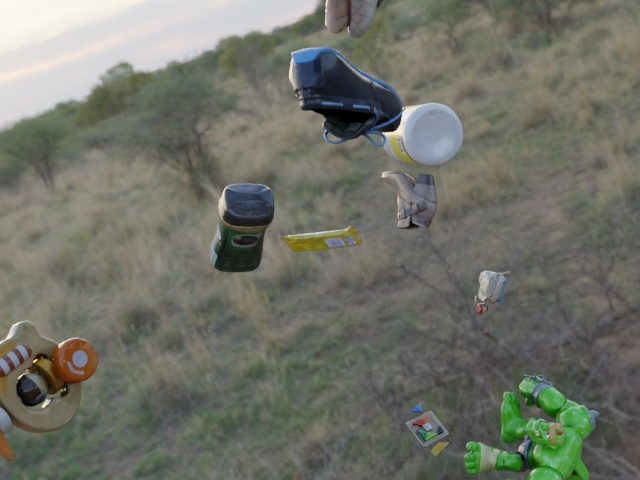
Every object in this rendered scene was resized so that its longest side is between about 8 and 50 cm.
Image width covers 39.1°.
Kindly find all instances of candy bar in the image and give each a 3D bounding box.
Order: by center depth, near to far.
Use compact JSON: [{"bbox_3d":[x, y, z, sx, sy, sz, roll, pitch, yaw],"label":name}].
[{"bbox_3d":[0.000,0.000,1.477,0.161,0.040,0.018,-7,42,41],"label":"candy bar"}]

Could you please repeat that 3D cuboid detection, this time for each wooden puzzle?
[{"bbox_3d":[0.229,0.400,1.919,0.078,0.014,0.116,-25,54,-31],"label":"wooden puzzle"}]

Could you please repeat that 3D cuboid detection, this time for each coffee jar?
[{"bbox_3d":[-0.138,-0.022,1.579,0.096,0.079,0.184,0,-34,-16],"label":"coffee jar"}]

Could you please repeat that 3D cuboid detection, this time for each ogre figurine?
[{"bbox_3d":[0.257,0.247,1.083,0.118,0.097,0.197,2,23,43],"label":"ogre figurine"}]

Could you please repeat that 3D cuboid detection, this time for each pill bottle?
[{"bbox_3d":[0.189,-0.204,1.750,0.117,0.117,0.215,-22,10,-8],"label":"pill bottle"}]

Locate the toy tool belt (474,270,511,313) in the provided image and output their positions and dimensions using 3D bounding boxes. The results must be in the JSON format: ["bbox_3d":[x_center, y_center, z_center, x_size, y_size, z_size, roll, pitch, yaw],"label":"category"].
[{"bbox_3d":[0.310,0.093,1.606,0.051,0.083,0.052,0,24,-19],"label":"toy tool belt"}]

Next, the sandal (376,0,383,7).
[{"bbox_3d":[0.054,-0.428,1.377,0.090,0.060,0.219,16,32,-23],"label":"sandal"}]

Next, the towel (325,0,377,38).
[{"bbox_3d":[0.088,-0.413,0.904,0.053,0.332,0.317,20,-19,3],"label":"towel"}]

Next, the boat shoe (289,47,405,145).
[{"bbox_3d":[0.027,-0.171,1.187,0.109,0.089,0.258,-6,-12,33],"label":"boat shoe"}]

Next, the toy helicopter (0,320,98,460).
[{"bbox_3d":[-0.591,0.238,1.612,0.140,0.355,0.235,-19,45,44],"label":"toy helicopter"}]

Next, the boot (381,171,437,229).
[{"bbox_3d":[0.132,-0.060,1.393,0.042,0.087,0.118,11,-2,-38],"label":"boot"}]
